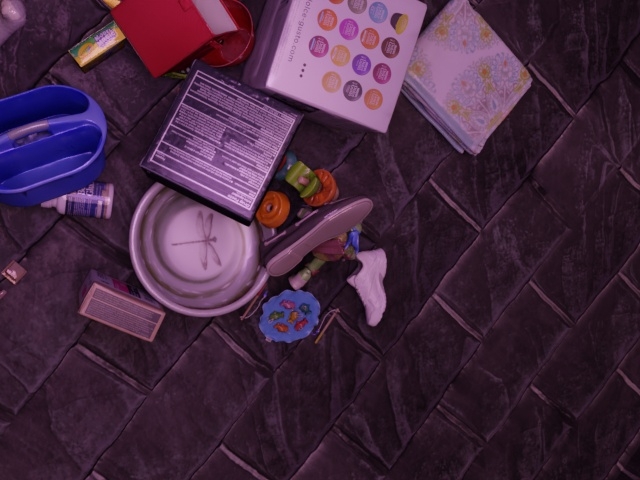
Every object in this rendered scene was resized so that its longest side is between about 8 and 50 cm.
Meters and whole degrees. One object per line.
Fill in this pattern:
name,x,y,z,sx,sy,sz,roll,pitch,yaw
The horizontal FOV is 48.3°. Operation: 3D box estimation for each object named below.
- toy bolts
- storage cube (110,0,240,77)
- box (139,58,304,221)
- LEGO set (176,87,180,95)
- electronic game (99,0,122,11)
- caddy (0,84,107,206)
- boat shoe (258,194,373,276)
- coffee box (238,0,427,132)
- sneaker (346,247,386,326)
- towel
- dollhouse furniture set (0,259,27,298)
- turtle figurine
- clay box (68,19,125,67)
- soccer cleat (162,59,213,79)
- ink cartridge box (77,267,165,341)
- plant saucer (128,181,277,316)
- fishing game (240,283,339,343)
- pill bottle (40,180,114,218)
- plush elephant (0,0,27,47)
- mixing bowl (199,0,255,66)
toy bolts,-0.079,-0.142,1.932,0.218,0.228,0.158,-46,147,14
storage cube,-0.344,-0.526,1.716,0.193,0.184,0.215,-28,101,22
box,-0.242,-0.231,1.761,0.296,0.183,0.294,27,81,-5
LEGO set,-0.241,-0.339,1.902,0.287,0.107,0.132,39,84,-19
electronic game,-0.472,-0.677,1.809,0.229,0.048,0.229,-2,98,-18
caddy,-0.674,-0.228,1.692,0.341,0.179,0.241,-23,76,-15
boat shoe,-0.023,-0.036,1.866,0.335,0.095,0.112,-35,148,9
coffee box,0.018,-0.488,1.846,0.334,0.338,0.338,18,92,-21
sneaker,0.132,0.138,2.113,0.115,0.090,0.232,0,88,-12
towel,0.424,-0.482,2.121,0.374,0.090,0.320,42,80,-19
dollhouse furniture set,-0.975,0.106,1.746,0.303,0.173,0.355,48,57,-18
turtle figurine,0.000,0.000,2.033,0.266,0.275,0.198,-35,139,12
clay box,-0.537,-0.465,1.721,0.127,0.222,0.053,-37,107,-7
soccer cleat,-0.366,-0.460,1.874,0.178,0.060,0.072,6,86,-26
ink cartridge box,-0.509,0.161,1.813,0.193,0.234,0.088,27,88,-21
plant saucer,-0.317,0.002,1.908,0.400,0.100,0.401,1,88,-25
fishing game,-0.088,0.224,2.036,0.264,0.041,0.189,26,111,-29
pill bottle,-0.617,-0.109,1.813,0.169,0.094,0.094,6,95,-19
plush elephant,-0.859,-0.507,1.586,0.330,0.272,0.255,-44,137,16
mixing bowl,-0.240,-0.526,1.864,0.181,0.098,0.182,-2,83,20
